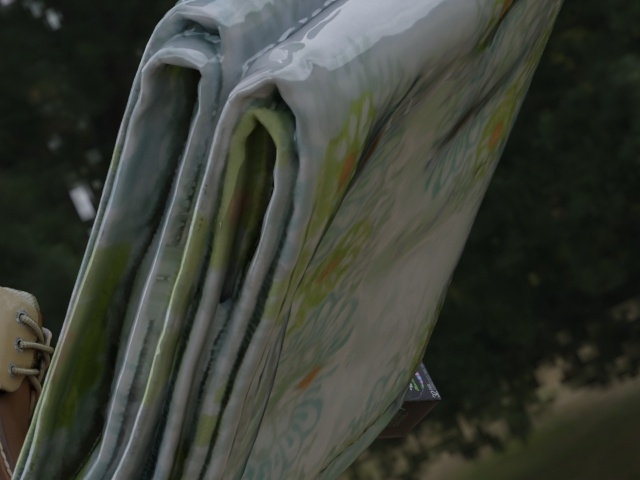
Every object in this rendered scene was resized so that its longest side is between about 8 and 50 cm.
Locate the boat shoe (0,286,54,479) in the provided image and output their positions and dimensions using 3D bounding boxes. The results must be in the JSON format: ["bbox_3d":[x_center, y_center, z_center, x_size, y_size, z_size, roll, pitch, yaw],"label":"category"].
[{"bbox_3d":[-0.251,0.074,1.366,0.120,0.324,0.122,-25,-17,-11],"label":"boat shoe"}]

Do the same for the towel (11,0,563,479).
[{"bbox_3d":[0.000,0.000,0.838,0.374,0.090,0.320,-42,-21,-57],"label":"towel"}]

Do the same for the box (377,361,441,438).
[{"bbox_3d":[0.032,0.106,1.391,0.083,0.062,0.052,2,-39,-41],"label":"box"}]
